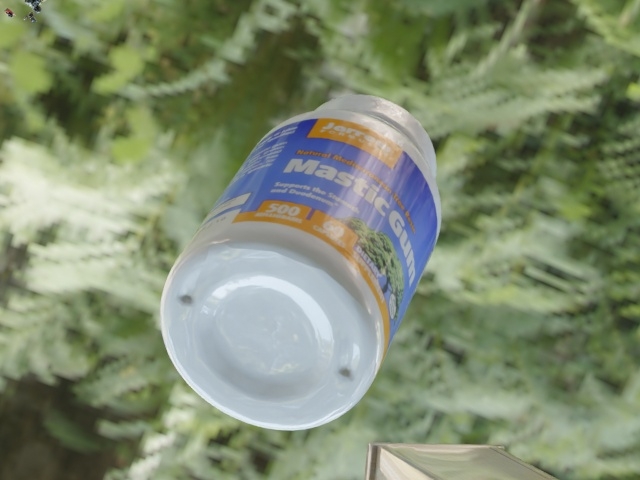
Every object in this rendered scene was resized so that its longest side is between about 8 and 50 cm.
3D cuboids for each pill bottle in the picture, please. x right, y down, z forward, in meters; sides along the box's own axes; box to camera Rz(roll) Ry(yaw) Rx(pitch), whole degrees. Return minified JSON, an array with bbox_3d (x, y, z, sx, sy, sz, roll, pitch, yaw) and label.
[{"bbox_3d":[0.000,0.000,1.337,0.152,0.152,0.272,23,-148,4],"label":"pill bottle"}]

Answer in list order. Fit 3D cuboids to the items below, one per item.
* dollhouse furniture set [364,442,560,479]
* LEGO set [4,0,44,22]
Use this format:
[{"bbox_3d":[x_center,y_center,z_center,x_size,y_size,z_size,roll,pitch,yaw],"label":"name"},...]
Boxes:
[{"bbox_3d":[0.100,0.279,1.356,0.212,0.242,0.161,4,-174,-19],"label":"dollhouse furniture set"},{"bbox_3d":[-0.222,-0.171,1.269,0.083,0.054,0.023,33,-164,-39],"label":"LEGO set"}]
